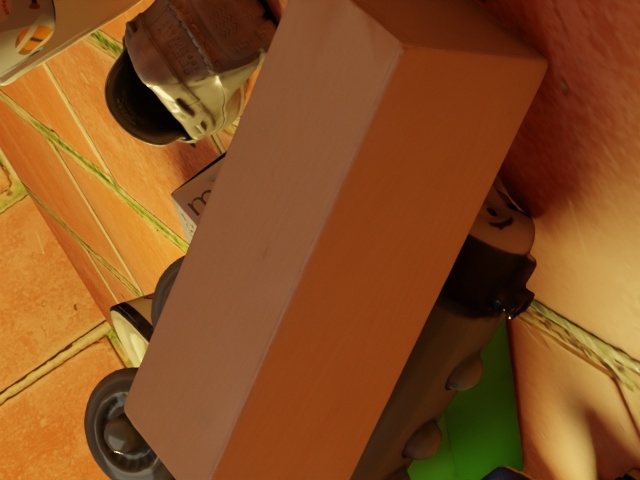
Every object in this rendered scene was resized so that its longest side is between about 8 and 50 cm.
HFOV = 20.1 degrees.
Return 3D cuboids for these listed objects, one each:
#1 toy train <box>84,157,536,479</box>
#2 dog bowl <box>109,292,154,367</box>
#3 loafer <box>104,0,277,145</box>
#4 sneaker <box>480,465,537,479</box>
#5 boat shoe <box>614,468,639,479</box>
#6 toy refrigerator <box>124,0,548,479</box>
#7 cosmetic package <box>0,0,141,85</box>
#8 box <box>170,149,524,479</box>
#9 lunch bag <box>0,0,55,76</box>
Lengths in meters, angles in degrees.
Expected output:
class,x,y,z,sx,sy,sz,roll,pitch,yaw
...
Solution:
class,x,y,z,sx,sy,sz,roll,pitch,yaw
toy train,-0.004,0.074,1.085,0.190,0.334,0.142,39,-158,21
dog bowl,-0.041,0.197,1.847,0.408,0.150,0.408,53,168,16
loafer,-0.115,-0.126,1.361,0.112,0.111,0.319,55,168,2
sneaker,0.175,0.243,1.151,0.131,0.112,0.296,44,175,-26
boat shoe,0.216,0.188,1.099,0.133,0.042,0.049,38,157,51
toy refrigerator,0.000,0.000,0.920,0.094,0.102,0.270,45,122,39
cosmetic package,-0.330,-0.335,1.543,0.385,0.156,0.217,59,168,-23
box,0.027,0.069,1.314,0.231,0.126,0.262,46,166,29
lunch bag,-0.332,-0.215,1.364,0.303,0.115,0.243,-7,117,59
